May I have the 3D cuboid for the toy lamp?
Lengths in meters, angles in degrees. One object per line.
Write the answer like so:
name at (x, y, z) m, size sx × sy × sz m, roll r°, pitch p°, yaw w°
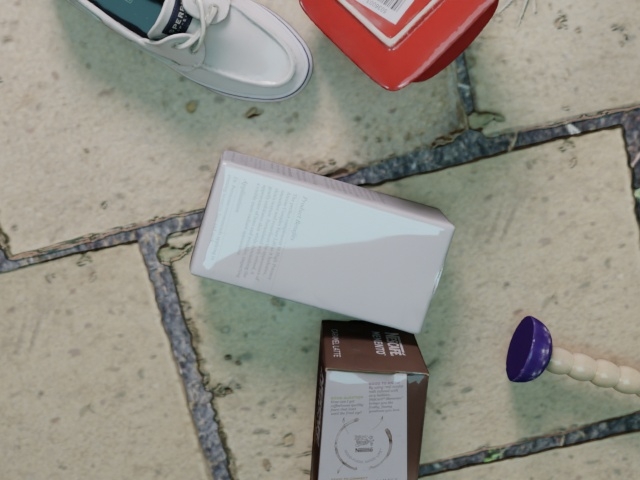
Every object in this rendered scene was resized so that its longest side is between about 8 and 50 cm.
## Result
toy lamp at (0.333, 0.148, 0.946) m, size 0.275 × 0.080 × 0.080 m, roll 19°, pitch 103°, yaw -5°

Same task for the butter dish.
butter dish at (0.090, -0.211, 0.826) m, size 0.160 × 0.118 × 0.160 m, roll -44°, pitch 60°, yaw 6°

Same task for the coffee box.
coffee box at (0.041, 0.218, 0.915) m, size 0.098 × 0.141 × 0.246 m, roll 3°, pitch 105°, yaw -3°

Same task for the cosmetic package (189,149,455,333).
cosmetic package at (0.000, 0.000, 0.888) m, size 0.231 × 0.085 × 0.117 m, roll 16°, pitch 103°, yaw -9°

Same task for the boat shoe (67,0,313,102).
boat shoe at (-0.129, -0.204, 0.825) m, size 0.267 × 0.088 × 0.096 m, roll 31°, pitch 101°, yaw -10°
